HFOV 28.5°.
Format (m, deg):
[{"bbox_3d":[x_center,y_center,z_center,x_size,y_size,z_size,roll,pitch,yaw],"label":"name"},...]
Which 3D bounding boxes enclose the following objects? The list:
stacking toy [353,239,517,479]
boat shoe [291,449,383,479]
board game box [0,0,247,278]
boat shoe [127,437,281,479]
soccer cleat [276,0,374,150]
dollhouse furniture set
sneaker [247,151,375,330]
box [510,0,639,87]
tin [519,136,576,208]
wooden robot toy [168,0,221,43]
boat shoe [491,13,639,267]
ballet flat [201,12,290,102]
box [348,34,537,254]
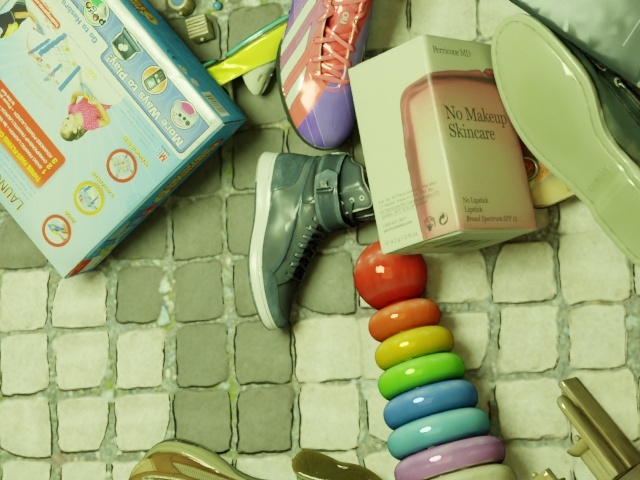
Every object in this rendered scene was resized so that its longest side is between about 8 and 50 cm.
[{"bbox_3d":[0.121,0.154,1.491,0.141,0.141,0.330,-19,72,11],"label":"stacking toy"},{"bbox_3d":[0.030,0.296,1.527,0.135,0.045,0.050,24,63,22],"label":"boat shoe"},{"bbox_3d":[-0.304,-0.165,1.592,0.302,0.086,0.308,-41,85,19],"label":"board game box"},{"bbox_3d":[-0.094,0.346,1.500,0.324,0.120,0.123,17,111,19],"label":"boat shoe"},{"bbox_3d":[0.017,-0.270,1.527,0.108,0.116,0.318,4,90,-24],"label":"soccer cleat"},{"bbox_3d":[0.255,0.255,1.439,0.151,0.144,0.123,-44,70,21],"label":"dollhouse furniture set"},{"bbox_3d":[-0.001,-0.001,1.551,0.163,0.086,0.226,0,82,17],"label":"sneaker"},{"bbox_3d":[0.303,-0.403,1.418,0.395,0.212,0.293,39,113,16],"label":"box"},{"bbox_3d":[0.301,-0.105,1.513,0.189,0.040,0.106,-22,74,10],"label":"tin"},{"bbox_3d":[-0.174,-0.349,1.642,0.076,0.079,0.173,1,83,14],"label":"wooden robot toy"},{"bbox_3d":[0.328,-0.125,1.438,0.340,0.113,0.127,52,140,15],"label":"boat shoe"},{"bbox_3d":[-0.114,-0.212,1.621,0.231,0.077,0.077,-25,99,12],"label":"ballet flat"},{"bbox_3d":[0.144,-0.108,1.476,0.127,0.148,0.232,-19,78,45],"label":"box"}]
